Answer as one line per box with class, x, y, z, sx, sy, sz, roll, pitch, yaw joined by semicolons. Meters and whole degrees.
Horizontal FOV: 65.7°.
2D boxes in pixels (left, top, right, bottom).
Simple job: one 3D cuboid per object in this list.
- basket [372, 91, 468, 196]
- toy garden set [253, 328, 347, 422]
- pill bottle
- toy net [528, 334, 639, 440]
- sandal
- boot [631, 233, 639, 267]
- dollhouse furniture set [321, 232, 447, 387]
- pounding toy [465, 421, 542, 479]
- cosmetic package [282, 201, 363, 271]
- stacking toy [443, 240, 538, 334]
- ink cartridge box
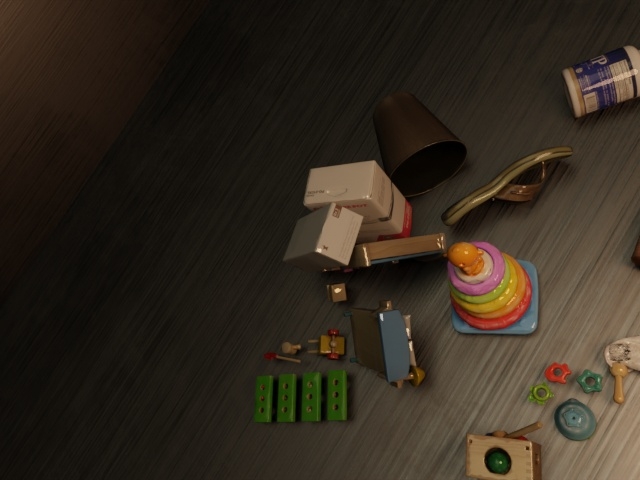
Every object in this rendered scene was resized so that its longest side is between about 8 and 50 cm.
basket;0.226;-0.252;1.235;0.204;0.154;0.227;-29;52;16
toy garden set;-0.041;0.326;1.184;0.244;0.049;0.204;-12;64;28
pill bottle;0.624;-0.345;1.052;0.186;0.112;0.112;-17;60;24
toy net;0.497;0.246;0.894;0.232;0.045;0.122;-44;51;4
sandal;0.410;-0.108;1.088;0.302;0.120;0.086;-34;82;16
boot;0.723;-0.012;0.852;0.283;0.109;0.220;24;78;45
dollhouse furniture set;0.156;0.155;1.126;0.286;0.198;0.303;164;99;-69
pounding toy;0.330;0.371;0.872;0.130;0.141;0.100;-5;65;30
cosmetic package;0.000;0.000;1.115;0.231;0.085;0.117;-14;54;67
stacking toy;0.298;0.066;0.936;0.175;0.302;0.166;-5;65;31
ink cartridge box;0.094;-0.082;1.173;0.172;0.237;0.100;-3;66;30
